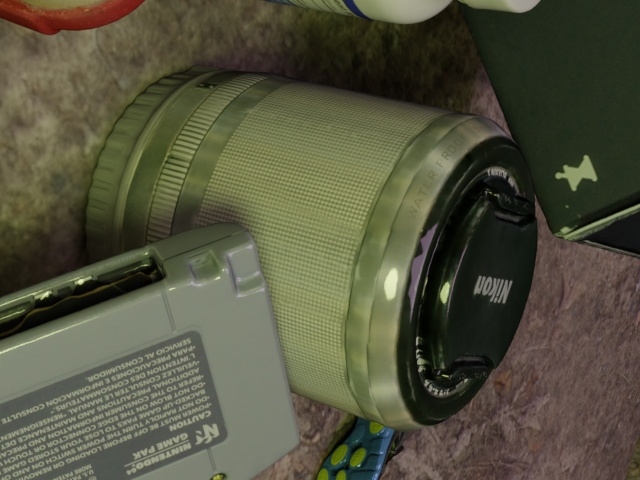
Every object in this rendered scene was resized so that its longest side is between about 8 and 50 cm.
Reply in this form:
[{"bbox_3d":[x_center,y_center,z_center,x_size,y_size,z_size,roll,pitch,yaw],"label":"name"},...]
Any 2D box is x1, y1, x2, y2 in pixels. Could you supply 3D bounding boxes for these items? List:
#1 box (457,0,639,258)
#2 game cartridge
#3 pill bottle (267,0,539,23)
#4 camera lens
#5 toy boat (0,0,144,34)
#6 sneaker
[{"bbox_3d":[0.314,-0.248,1.057,0.472,0.297,0.480,7,60,-59],"label":"box"},{"bbox_3d":[-0.161,0.118,0.735,0.294,0.060,0.196,-20,125,-14],"label":"game cartridge"},{"bbox_3d":[0.016,-0.224,0.787,0.152,0.272,0.152,-34,132,-49],"label":"pill bottle"},{"bbox_3d":[0.000,0.000,0.868,0.219,0.274,0.219,-34,132,-49],"label":"camera lens"},{"bbox_3d":[-0.124,-0.209,0.703,0.151,0.151,0.231,78,37,-68],"label":"toy boat"},{"bbox_3d":[0.056,0.224,1.288,0.188,0.067,0.078,-62,143,-27],"label":"sneaker"}]
